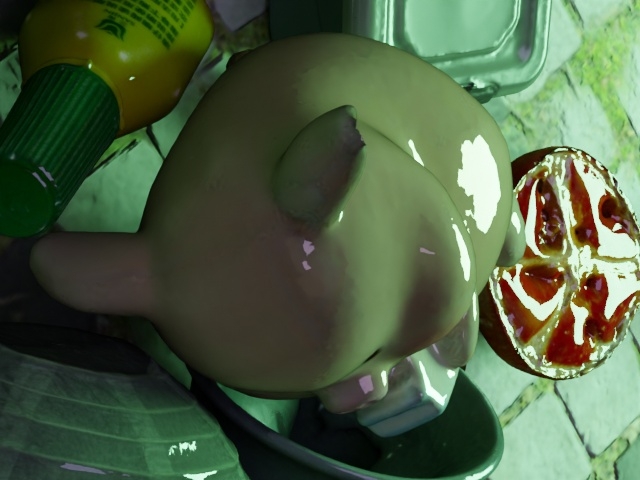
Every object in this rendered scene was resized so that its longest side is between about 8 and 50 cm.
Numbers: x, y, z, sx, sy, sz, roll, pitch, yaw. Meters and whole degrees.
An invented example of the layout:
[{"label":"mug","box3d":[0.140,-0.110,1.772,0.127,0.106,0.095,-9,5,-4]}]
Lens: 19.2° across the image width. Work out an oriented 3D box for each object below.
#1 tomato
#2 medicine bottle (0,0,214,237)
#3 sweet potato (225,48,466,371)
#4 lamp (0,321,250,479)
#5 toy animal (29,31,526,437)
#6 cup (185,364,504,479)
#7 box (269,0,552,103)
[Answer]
[{"label":"tomato","box3d":[0.146,0.018,1.271,0.155,0.069,0.155,1,89,-39]},{"label":"medicine bottle","box3d":[-0.123,-0.082,0.990,0.095,0.064,0.260,28,30,-6]},{"label":"sweet potato","box3d":[0.018,-0.009,1.188,0.057,0.057,0.264,-50,116,-25]},{"label":"lamp","box3d":[-0.164,0.155,0.951,0.265,0.233,0.233,12,84,-41]},{"label":"toy animal","box3d":[0.000,0.003,1.021,0.213,0.195,0.256,58,22,-17]},{"label":"cup","box3d":[-0.010,0.141,1.111,0.199,0.199,0.150,3,120,-36]},{"label":"box","box3d":[0.059,-0.196,1.144,0.162,0.130,0.227,-12,112,-36]}]
